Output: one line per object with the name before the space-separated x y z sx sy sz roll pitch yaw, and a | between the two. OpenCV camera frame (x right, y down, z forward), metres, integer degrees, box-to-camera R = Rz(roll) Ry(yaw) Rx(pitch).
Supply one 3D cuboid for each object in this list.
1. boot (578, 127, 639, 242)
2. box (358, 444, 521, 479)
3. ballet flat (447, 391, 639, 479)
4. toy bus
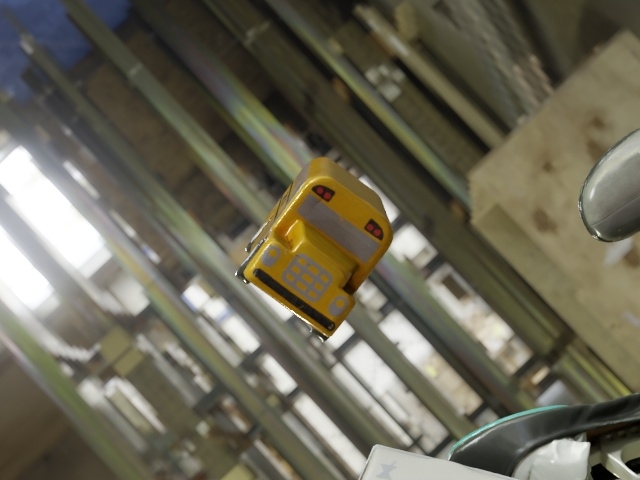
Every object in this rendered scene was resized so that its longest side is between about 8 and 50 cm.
boot | 0.346 -0.083 1.346 0.083 0.246 0.161 55 -176 -3
box | 0.107 0.318 1.374 0.148 0.127 0.232 11 140 21
ballet flat | 0.259 0.197 1.397 0.096 0.280 0.095 -112 7 -56
toy bus | 0.000 0.000 1.528 0.108 0.130 0.333 37 -174 -4
